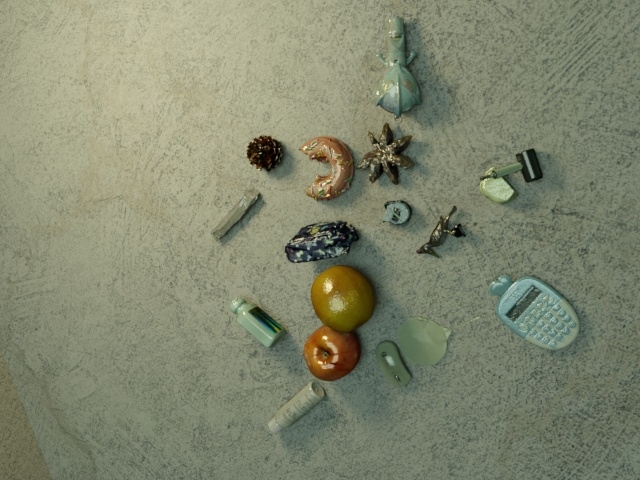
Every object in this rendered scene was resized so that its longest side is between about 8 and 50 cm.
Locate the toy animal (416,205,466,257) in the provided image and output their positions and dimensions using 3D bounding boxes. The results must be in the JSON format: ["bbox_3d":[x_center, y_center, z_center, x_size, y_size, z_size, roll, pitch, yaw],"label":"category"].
[{"bbox_3d":[0.402,-0.017,1.855,0.202,0.070,0.105,-45,68,26],"label":"toy animal"}]

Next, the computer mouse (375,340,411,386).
[{"bbox_3d":[0.255,0.447,1.964,0.089,0.056,0.181,-31,85,27],"label":"computer mouse"}]

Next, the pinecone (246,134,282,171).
[{"bbox_3d":[-0.214,-0.322,2.033,0.140,0.121,0.140,0,91,29],"label":"pinecone"}]

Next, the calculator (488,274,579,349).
[{"bbox_3d":[0.679,0.222,1.769,0.303,0.042,0.188,41,110,13],"label":"calculator"}]

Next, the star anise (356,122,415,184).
[{"bbox_3d":[0.229,-0.283,1.879,0.197,0.073,0.212,25,107,20],"label":"star anise"}]

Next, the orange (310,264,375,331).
[{"bbox_3d":[0.078,0.202,1.921,0.236,0.236,0.236,3,97,22],"label":"orange"}]

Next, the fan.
[{"bbox_3d":[0.411,0.322,1.907,0.310,0.010,0.182,-28,86,26],"label":"fan"}]

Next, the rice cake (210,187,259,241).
[{"bbox_3d":[-0.334,-0.099,2.147,0.055,0.049,0.270,40,111,-10],"label":"rice cake"}]

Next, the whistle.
[{"bbox_3d":[0.249,-0.554,1.821,0.142,0.134,0.346,-3,85,26],"label":"whistle"}]

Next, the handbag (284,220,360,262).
[{"bbox_3d":[0.000,0.000,1.965,0.260,0.162,0.113,-11,106,23],"label":"handbag"}]

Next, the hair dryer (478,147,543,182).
[{"bbox_3d":[0.584,-0.212,1.716,0.198,0.057,0.100,-17,88,-2],"label":"hair dryer"}]

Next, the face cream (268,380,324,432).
[{"bbox_3d":[-0.099,0.646,2.119,0.269,0.082,0.082,-44,79,20],"label":"face cream"}]

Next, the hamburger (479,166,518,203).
[{"bbox_3d":[0.561,-0.166,1.769,0.084,0.054,0.121,-41,77,25],"label":"hamburger"}]

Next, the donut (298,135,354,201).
[{"bbox_3d":[0.019,-0.257,1.963,0.199,0.085,0.232,-8,94,22],"label":"donut"}]

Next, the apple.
[{"bbox_3d":[0.037,0.401,1.989,0.209,0.164,0.209,2,94,22],"label":"apple"}]

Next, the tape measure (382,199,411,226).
[{"bbox_3d":[0.263,-0.097,1.897,0.094,0.054,0.091,9,105,24],"label":"tape measure"}]

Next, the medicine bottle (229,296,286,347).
[{"bbox_3d":[-0.246,0.308,2.118,0.229,0.121,0.083,39,109,14],"label":"medicine bottle"}]
